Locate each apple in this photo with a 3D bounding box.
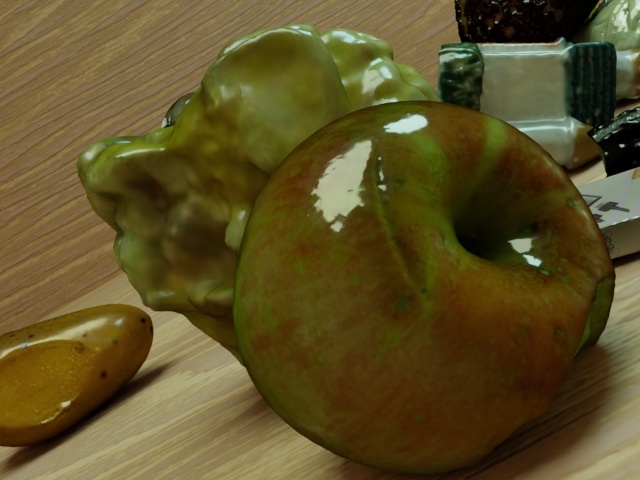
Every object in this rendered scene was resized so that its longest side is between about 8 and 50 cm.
[{"bbox_3d":[0.061,0.036,0.580,0.246,0.246,0.226,-37,-7,-37],"label":"apple"}]

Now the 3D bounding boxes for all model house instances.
[{"bbox_3d":[0.292,-0.165,1.103,0.301,0.190,0.271,-2,9,12],"label":"model house"}]

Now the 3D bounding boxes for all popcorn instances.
[{"bbox_3d":[-0.032,-0.047,0.820,0.334,0.292,0.293,-39,-12,13],"label":"popcorn"}]

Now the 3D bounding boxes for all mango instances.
[{"bbox_3d":[-0.366,0.180,1.218,0.290,0.159,0.191,-27,0,-5],"label":"mango"}]

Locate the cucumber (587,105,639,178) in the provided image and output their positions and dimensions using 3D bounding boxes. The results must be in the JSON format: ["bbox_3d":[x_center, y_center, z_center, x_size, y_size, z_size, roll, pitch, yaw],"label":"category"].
[{"bbox_3d":[0.376,-0.117,0.746,0.303,0.081,0.072,-22,-17,41],"label":"cucumber"}]

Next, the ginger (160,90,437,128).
[{"bbox_3d":[-0.018,-0.143,1.182,0.375,0.176,0.256,-13,-19,4],"label":"ginger"}]

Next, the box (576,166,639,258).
[{"bbox_3d":[0.223,-0.014,0.741,0.247,0.033,0.129,-19,15,30],"label":"box"}]

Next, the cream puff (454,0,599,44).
[{"bbox_3d":[0.297,-0.363,1.274,0.239,0.165,0.239,-47,22,26],"label":"cream puff"}]

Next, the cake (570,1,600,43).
[{"bbox_3d":[0.424,-0.342,1.484,0.156,0.179,0.260,-27,13,22],"label":"cake"}]

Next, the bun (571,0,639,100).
[{"bbox_3d":[0.470,-0.304,1.238,0.244,0.153,0.244,-25,12,5],"label":"bun"}]
